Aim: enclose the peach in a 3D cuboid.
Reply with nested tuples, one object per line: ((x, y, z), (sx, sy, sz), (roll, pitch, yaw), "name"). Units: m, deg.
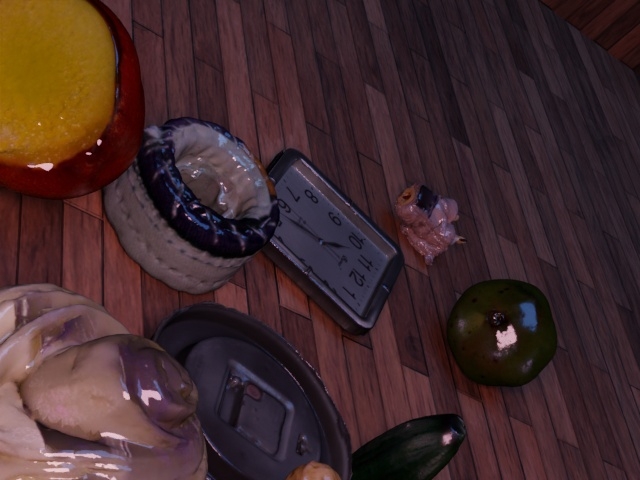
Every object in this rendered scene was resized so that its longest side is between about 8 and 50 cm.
((-0.328, -0.169, 1.676), (0.245, 0.249, 0.274), (28, 39, -52), "peach")

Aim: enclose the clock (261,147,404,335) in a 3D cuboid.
((0.000, 0.000, 2.109), (0.279, 0.049, 0.273), (44, 30, -7), "clock")

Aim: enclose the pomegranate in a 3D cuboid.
((0.308, 0.162, 2.228), (0.187, 0.187, 0.225), (63, 9, 25), "pomegranate")

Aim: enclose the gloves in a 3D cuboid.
((0.187, -0.034, 2.358), (0.144, 0.094, 0.110), (62, 35, -17), "gloves")

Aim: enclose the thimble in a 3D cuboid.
((-0.181, -0.053, 1.832), (0.237, 0.150, 0.237), (32, 35, -25), "thimble")

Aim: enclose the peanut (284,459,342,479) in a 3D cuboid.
((0.001, 0.360, 1.562), (0.108, 0.095, 0.225), (-56, 139, -60), "peanut")

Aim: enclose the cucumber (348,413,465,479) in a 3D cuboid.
((0.097, 0.279, 1.725), (0.063, 0.244, 0.115), (36, 44, -15), "cucumber")

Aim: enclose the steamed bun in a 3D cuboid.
((-0.239, 0.192, 1.369), (0.394, 0.237, 0.346), (50, 29, 3), "steamed bun")

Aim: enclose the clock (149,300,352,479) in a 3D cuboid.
((-0.099, 0.228, 1.687), (0.325, 0.067, 0.325), (33, 33, -25), "clock")
